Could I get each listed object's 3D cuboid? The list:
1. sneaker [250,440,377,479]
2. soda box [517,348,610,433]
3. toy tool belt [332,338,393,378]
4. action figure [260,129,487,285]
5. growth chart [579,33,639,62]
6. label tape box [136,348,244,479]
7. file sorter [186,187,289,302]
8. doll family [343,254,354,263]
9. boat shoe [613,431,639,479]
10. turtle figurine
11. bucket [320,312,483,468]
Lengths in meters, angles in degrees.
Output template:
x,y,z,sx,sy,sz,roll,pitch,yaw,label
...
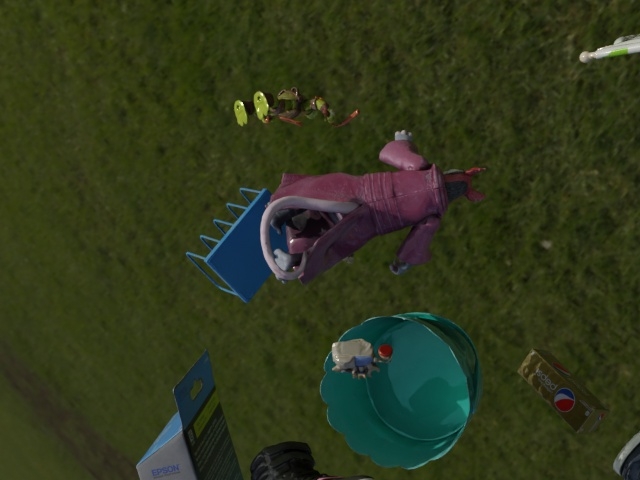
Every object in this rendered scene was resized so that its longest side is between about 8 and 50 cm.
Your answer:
x,y,z,sx,sy,sz,roll,pitch,yaw,label
-0.023,0.350,1.288,0.104,0.147,0.295,12,146,-32,sneaker
0.466,0.290,1.708,0.058,0.061,0.181,13,-155,-40,soda box
0.057,0.163,1.201,0.083,0.052,0.051,0,136,4,toy tool belt
0.089,-0.072,1.439,0.276,0.370,0.248,40,-145,-78,action figure
0.480,-0.276,1.169,0.172,0.237,0.021,3,110,50,growth chart
-0.228,0.390,1.556,0.240,0.105,0.334,-57,-48,-79,label tape box
-0.141,0.002,1.597,0.104,0.170,0.118,15,152,52,file sorter
0.000,0.000,2.209,0.193,0.111,0.076,21,134,-22,doll family
0.599,0.315,1.476,0.095,0.254,0.079,41,-177,-46,boat shoe
-0.063,-0.293,1.936,0.269,0.217,0.087,8,100,44,turtle figurine
0.160,0.263,1.611,0.281,0.281,0.183,35,-168,19,bucket
